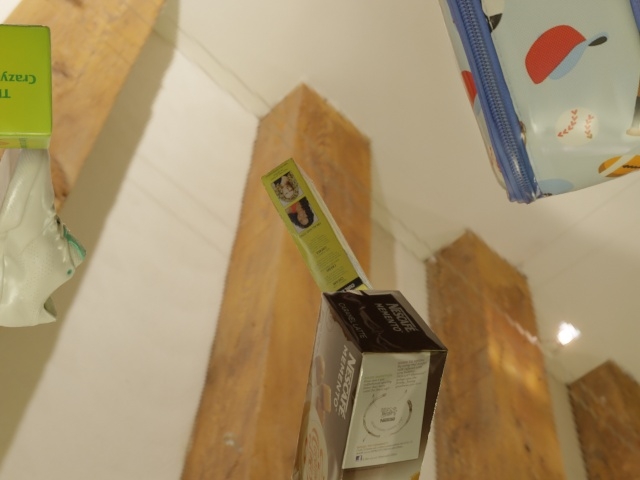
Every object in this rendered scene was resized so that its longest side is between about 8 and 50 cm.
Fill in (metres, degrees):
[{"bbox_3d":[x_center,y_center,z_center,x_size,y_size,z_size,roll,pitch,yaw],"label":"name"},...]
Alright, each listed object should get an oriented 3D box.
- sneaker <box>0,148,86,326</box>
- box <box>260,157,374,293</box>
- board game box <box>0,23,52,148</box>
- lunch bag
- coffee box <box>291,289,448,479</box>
[{"bbox_3d":[-0.260,-0.005,0.928,0.094,0.212,0.080,8,-142,-21],"label":"sneaker"},{"bbox_3d":[0.000,0.000,1.365,0.232,0.058,0.087,60,-172,33],"label":"box"},{"bbox_3d":[-0.200,-0.060,0.395,0.181,0.092,0.043,-1,-88,-16],"label":"board game box"},{"bbox_3d":[0.131,-0.165,0.637,0.303,0.115,0.243,-60,-51,-71],"label":"lunch bag"},{"bbox_3d":[0.047,0.193,1.087,0.098,0.247,0.141,1,-156,-20],"label":"coffee box"}]
